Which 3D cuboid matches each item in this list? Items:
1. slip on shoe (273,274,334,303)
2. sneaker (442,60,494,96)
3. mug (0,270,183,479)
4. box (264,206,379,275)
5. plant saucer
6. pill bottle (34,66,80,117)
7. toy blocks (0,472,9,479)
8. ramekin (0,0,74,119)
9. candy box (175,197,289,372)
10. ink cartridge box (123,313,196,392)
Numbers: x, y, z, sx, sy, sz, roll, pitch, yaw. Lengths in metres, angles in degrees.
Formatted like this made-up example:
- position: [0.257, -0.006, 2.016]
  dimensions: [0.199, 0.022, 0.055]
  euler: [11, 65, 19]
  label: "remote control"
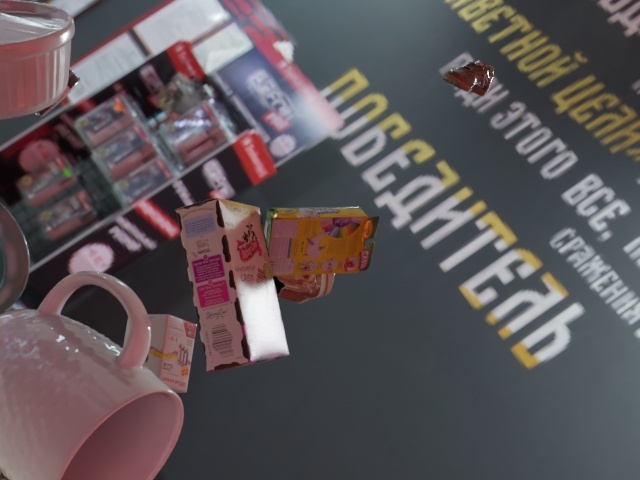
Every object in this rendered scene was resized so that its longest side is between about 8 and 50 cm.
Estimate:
- position: [-0.036, 0.052, 1.851]
  dimensions: [0.331, 0.101, 0.123]
  euler: [137, -41, -69]
  label: "slip on shoe"
- position: [0.324, -0.365, 2.088]
  dimensions: [0.066, 0.071, 0.188]
  euler: [30, 15, 24]
  label: "sneaker"
- position: [-0.416, 0.230, 1.589]
  dimensions: [0.328, 0.374, 0.276]
  euler: [34, 10, 26]
  label: "mug"
- position: [0.000, 0.000, 1.491]
  dimensions: [0.043, 0.179, 0.105]
  euler: [-120, -145, -56]
  label: "box"
- position: [-0.806, 0.032, 2.141]
  dimensions: [0.318, 0.317, 0.044]
  euler: [57, 21, -9]
  label: "plant saucer"
- position: [-0.652, -0.397, 2.076]
  dimensions: [0.246, 0.130, 0.130]
  euler: [47, -2, -19]
  label: "pill bottle"
- position: [-0.696, 0.510, 2.162]
  dimensions: [0.309, 0.260, 0.288]
  euler: [17, 2, 23]
  label: "toy blocks"
- position: [-0.524, -0.287, 1.517]
  dimensions: [0.273, 0.273, 0.127]
  euler: [-131, -145, -53]
  label: "ramekin"
- position: [-0.123, 0.064, 1.375]
  dimensions: [0.159, 0.071, 0.233]
  euler: [8, 68, -72]
  label: "candy box"
- position: [-0.400, 0.279, 2.347]
  dimensions: [0.128, 0.127, 0.176]
  euler: [32, 61, -58]
  label: "ink cartridge box"
